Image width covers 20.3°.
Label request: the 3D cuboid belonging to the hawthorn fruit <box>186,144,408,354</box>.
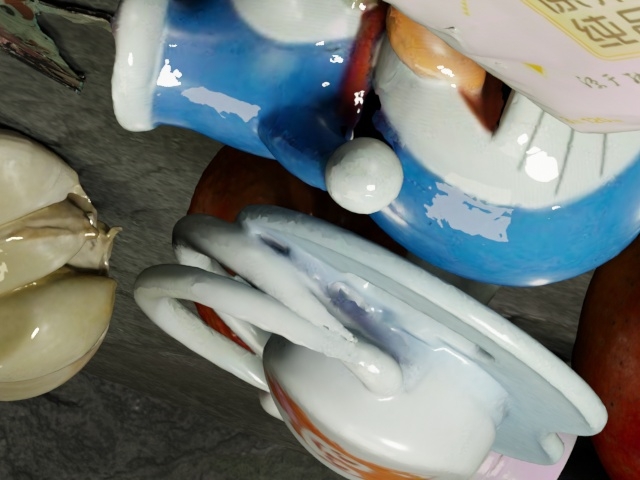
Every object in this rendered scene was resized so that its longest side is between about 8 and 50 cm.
[{"bbox_3d":[0.000,0.000,1.174,0.179,0.179,0.200,21,-171,0],"label":"hawthorn fruit"}]

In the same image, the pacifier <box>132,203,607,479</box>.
[{"bbox_3d":[0.059,0.011,0.966,0.244,0.233,0.299,34,166,5],"label":"pacifier"}]

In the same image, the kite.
[{"bbox_3d":[-0.209,-0.162,1.174,0.314,0.011,0.335,18,167,12],"label":"kite"}]

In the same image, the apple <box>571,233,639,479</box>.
[{"bbox_3d":[0.248,0.077,0.996,0.234,0.234,0.234,20,166,5],"label":"apple"}]

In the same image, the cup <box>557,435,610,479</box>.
[{"bbox_3d":[0.249,0.206,1.714,0.177,0.239,0.166,32,-154,-19],"label":"cup"}]

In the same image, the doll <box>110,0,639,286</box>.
[{"bbox_3d":[0.036,-0.081,0.791,0.257,0.215,0.161,13,136,-2],"label":"doll"}]

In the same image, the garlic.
[{"bbox_3d":[-0.280,0.011,1.606,0.185,0.203,0.281,-134,23,-63],"label":"garlic"}]

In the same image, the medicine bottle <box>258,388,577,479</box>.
[{"bbox_3d":[0.087,0.125,1.534,0.254,0.152,0.152,23,166,-10],"label":"medicine bottle"}]

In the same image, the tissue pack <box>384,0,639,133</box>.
[{"bbox_3d":[0.117,-0.125,0.579,0.185,0.124,0.225,31,163,-28],"label":"tissue pack"}]
